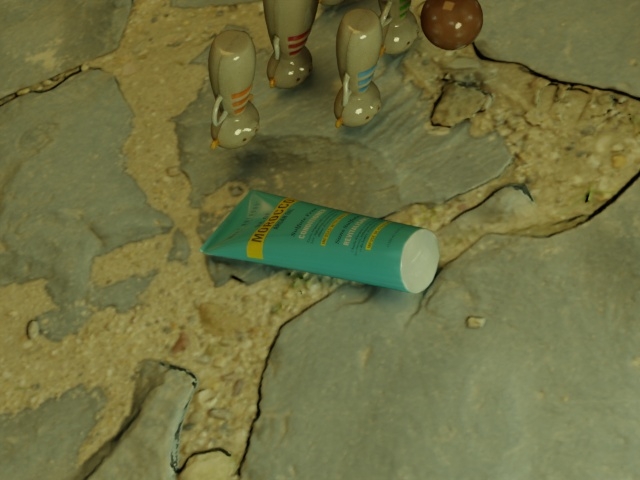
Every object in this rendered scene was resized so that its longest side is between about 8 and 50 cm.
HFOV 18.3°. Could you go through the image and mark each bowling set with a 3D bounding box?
[{"bbox_3d":[0.034,-0.169,1.731,0.200,0.154,0.287,23,56,15],"label":"bowling set"}]

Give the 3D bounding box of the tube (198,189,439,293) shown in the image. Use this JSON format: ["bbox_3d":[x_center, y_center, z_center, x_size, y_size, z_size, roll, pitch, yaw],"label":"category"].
[{"bbox_3d":[0.000,0.000,1.629,0.207,0.052,0.080,11,43,37],"label":"tube"}]
